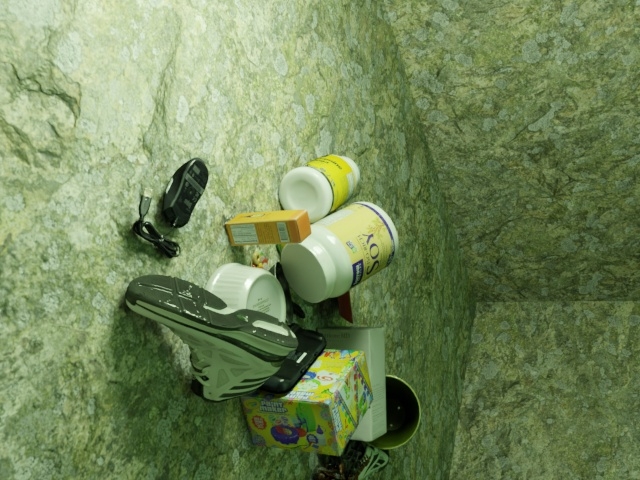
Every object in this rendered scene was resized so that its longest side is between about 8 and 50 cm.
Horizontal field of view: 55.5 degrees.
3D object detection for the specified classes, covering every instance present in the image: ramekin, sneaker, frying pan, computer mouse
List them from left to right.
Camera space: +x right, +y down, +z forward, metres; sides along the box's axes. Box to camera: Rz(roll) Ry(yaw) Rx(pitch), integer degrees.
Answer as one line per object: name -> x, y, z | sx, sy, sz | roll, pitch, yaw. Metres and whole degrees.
computer mouse -> -0.373, -0.103, 1.478 | 0.184, 0.060, 0.262 | 43, 61, -59
sneaker -> -0.294, 0.266, 1.465 | 0.447, 0.169, 0.258 | 26, 105, -28
ramekin -> -0.202, 0.197, 1.696 | 0.272, 0.127, 0.273 | 11, 78, -62
frying pan -> -0.115, 0.168, 1.951 | 0.326, 0.053, 0.198 | 29, 49, -82
sneaker -> 0.179, 0.828, 2.369 | 0.330, 0.122, 0.147 | -14, 101, -63

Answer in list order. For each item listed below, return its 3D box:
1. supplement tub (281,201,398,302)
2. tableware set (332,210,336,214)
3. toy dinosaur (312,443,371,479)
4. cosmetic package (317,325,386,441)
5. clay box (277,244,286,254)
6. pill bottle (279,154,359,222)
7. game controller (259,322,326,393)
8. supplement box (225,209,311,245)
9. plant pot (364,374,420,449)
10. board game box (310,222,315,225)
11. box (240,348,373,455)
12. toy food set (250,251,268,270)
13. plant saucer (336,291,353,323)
supplement tub -> 0.063, 0.036, 1.938 | 0.331, 0.241, 0.241 | -29, 114, -37
tableware set -> 0.076, -0.042, 2.339 | 0.104, 0.024, 0.154 | -98, 168, -84
toy dinosaur -> 0.061, 0.817, 2.137 | 0.322, 0.164, 0.219 | -25, 120, -68
cosmetic package -> 0.113, 0.502, 2.182 | 0.156, 0.217, 0.386 | 5, 81, -63
clay box -> -0.069, 0.063, 2.050 | 0.127, 0.053, 0.222 | -61, 140, -49
pill bottle -> 0.011, -0.190, 2.092 | 0.334, 0.187, 0.188 | -37, 119, -59
game controller -> -0.106, 0.349, 1.822 | 0.319, 0.166, 0.067 | -41, 147, -57
supplement box -> -0.148, -0.035, 1.713 | 0.078, 0.233, 0.080 | -44, 129, -56
plant pot -> 0.270, 0.693, 2.457 | 0.293, 0.274, 0.275 | 58, 35, -70
board game box -> 0.000, 0.000, 2.145 | 0.170, 0.048, 0.141 | -89, 160, -57
box -> -0.034, 0.467, 1.814 | 0.279, 0.289, 0.177 | -40, 122, -57
toy food set -> -0.186, 0.076, 1.857 | 0.082, 0.020, 0.083 | 18, 70, -61
plant saucer -> 0.077, 0.154, 2.240 | 0.258, 0.047, 0.259 | -96, 178, -83
